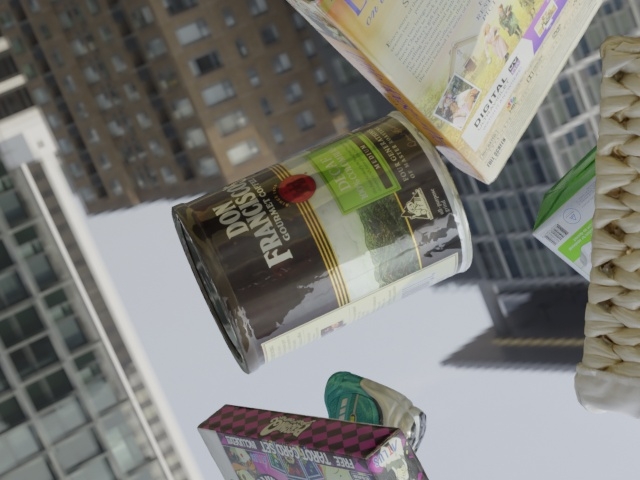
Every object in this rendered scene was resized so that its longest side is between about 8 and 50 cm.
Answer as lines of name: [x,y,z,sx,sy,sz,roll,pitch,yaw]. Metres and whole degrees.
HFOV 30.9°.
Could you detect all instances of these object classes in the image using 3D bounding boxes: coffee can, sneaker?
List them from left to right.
coffee can: [0.000,0.000,1.284,0.275,0.201,0.201,-25,-168,-11]
sneaker: [0.014,0.237,1.132,0.107,0.110,0.275,-37,154,-54]

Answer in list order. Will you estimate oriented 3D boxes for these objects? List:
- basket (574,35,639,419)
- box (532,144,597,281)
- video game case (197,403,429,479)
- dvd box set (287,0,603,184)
basket: [0.395,-0.012,0.798,0.331,0.266,0.328,8,-166,40]
box: [0.454,-0.042,1.513,0.262,0.231,0.127,-49,-174,35]
video game case: [0.021,0.226,0.873,0.042,0.210,0.232,-36,-162,-31]
dvd box set: [0.147,-0.260,1.082,0.062,0.420,0.307,30,-91,33]
